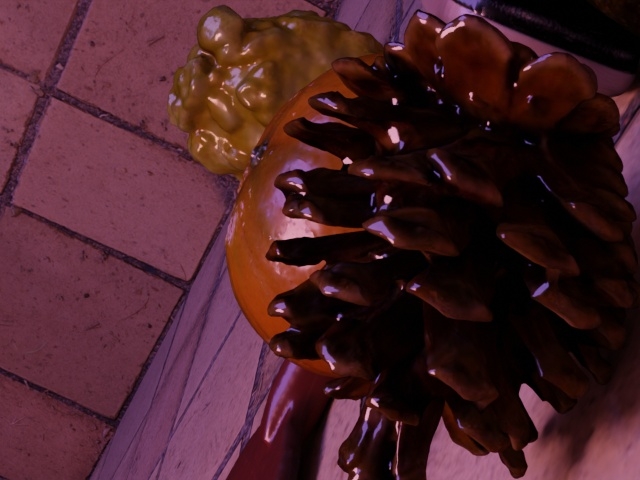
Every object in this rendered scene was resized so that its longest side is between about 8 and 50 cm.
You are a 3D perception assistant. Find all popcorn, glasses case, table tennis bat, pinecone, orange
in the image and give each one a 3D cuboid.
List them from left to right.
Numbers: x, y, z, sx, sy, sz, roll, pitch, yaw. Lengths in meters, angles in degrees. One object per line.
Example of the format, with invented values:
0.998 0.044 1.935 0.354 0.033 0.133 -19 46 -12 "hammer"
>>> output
-0.063 0.238 1.097 0.268 0.051 0.414 -174 107 -80 "table tennis bat"
-0.047 -0.172 1.498 0.242 0.250 0.235 128 157 -61 "popcorn"
0.030 -0.021 0.859 0.240 0.171 0.240 -63 7 14 "orange"
0.061 0.013 0.581 0.185 0.169 0.212 37 -123 -56 "pinecone"
0.127 -0.157 0.831 0.314 0.122 0.075 -90 20 -70 "glasses case"

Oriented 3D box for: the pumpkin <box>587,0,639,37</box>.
0.174 -0.166 0.650 0.183 0.108 0.119 -82 14 -68 "pumpkin"
